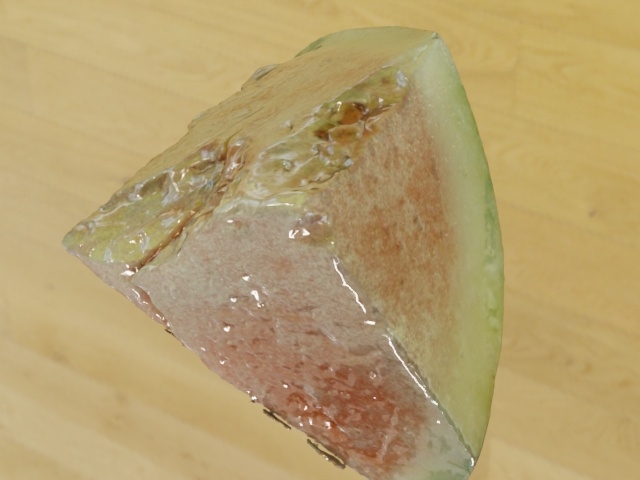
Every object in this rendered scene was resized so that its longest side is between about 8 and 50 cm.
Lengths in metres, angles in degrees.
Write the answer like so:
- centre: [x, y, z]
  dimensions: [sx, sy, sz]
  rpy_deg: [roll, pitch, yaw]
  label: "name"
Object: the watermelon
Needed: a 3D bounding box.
- centre: [0.000, 0.000, 0.827]
  dimensions: [0.193, 0.231, 0.310]
  rpy_deg: [-14, 68, 42]
  label: "watermelon"
